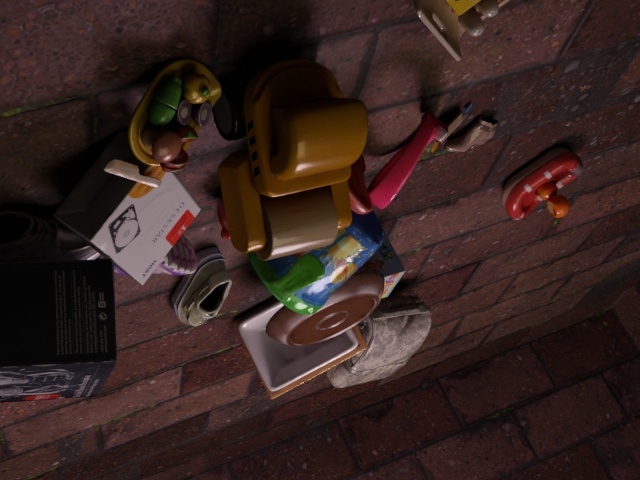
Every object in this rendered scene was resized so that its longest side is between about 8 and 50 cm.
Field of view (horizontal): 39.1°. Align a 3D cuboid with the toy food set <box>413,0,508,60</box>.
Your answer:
[{"bbox_3d":[0.317,-0.433,1.496,0.306,0.092,0.220,-35,156,17],"label":"toy food set"}]

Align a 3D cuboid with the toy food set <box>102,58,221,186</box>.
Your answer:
[{"bbox_3d":[-0.221,-0.170,1.385,0.128,0.071,0.218,29,92,-52],"label":"toy food set"}]

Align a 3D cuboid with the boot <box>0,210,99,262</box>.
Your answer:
[{"bbox_3d":[-0.484,-0.003,1.540,0.258,0.095,0.123,-15,161,-23],"label":"boot"}]

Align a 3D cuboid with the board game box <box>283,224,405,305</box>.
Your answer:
[{"bbox_3d":[0.042,0.085,2.217,0.275,0.144,0.142,-15,154,-24],"label":"board game box"}]

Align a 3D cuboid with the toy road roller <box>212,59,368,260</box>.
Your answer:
[{"bbox_3d":[-0.034,-0.127,1.465,0.202,0.329,0.240,-14,-164,-26],"label":"toy road roller"}]

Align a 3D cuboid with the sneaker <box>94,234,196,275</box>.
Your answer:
[{"bbox_3d":[-0.350,0.030,1.773,0.104,0.095,0.236,-33,152,31],"label":"sneaker"}]

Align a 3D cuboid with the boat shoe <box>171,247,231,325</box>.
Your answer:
[{"bbox_3d":[-0.269,0.129,2.045,0.109,0.094,0.302,-16,154,-23],"label":"boat shoe"}]

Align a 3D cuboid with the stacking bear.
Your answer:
[{"bbox_3d":[-0.070,-0.089,1.734,0.289,0.175,0.164,-27,136,23],"label":"stacking bear"}]

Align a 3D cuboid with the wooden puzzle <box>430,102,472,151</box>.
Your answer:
[{"bbox_3d":[0.276,-0.242,1.921,0.116,0.014,0.078,-44,168,-9],"label":"wooden puzzle"}]

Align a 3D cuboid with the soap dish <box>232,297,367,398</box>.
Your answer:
[{"bbox_3d":[-0.053,0.249,2.380,0.291,0.229,0.118,-29,173,4],"label":"soap dish"}]

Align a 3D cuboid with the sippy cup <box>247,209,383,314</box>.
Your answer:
[{"bbox_3d":[0.000,0.000,1.873,0.224,0.305,0.240,-36,136,22],"label":"sippy cup"}]

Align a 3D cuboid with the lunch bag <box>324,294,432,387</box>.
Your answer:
[{"bbox_3d":[0.158,0.272,2.642,0.305,0.212,0.256,-1,147,-46],"label":"lunch bag"}]

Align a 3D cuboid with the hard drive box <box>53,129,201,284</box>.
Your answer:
[{"bbox_3d":[-0.321,-0.051,1.536,0.181,0.089,0.232,-54,160,-10],"label":"hard drive box"}]

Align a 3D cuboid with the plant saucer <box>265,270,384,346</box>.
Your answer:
[{"bbox_3d":[0.021,0.173,2.139,0.310,0.050,0.310,-22,156,-10],"label":"plant saucer"}]

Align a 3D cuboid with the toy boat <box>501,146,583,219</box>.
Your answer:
[{"bbox_3d":[0.593,-0.125,2.352,0.231,0.151,0.151,-36,155,20],"label":"toy boat"}]

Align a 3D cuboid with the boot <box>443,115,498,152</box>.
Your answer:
[{"bbox_3d":[0.337,-0.238,1.998,0.118,0.042,0.087,-9,145,-37],"label":"boot"}]

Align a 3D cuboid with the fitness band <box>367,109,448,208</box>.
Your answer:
[{"bbox_3d":[0.172,-0.160,1.807,0.209,0.054,0.291,-52,-178,14],"label":"fitness band"}]

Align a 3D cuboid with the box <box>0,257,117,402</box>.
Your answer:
[{"bbox_3d":[-0.525,0.165,1.538,0.312,0.179,0.343,0,161,-19],"label":"box"}]
